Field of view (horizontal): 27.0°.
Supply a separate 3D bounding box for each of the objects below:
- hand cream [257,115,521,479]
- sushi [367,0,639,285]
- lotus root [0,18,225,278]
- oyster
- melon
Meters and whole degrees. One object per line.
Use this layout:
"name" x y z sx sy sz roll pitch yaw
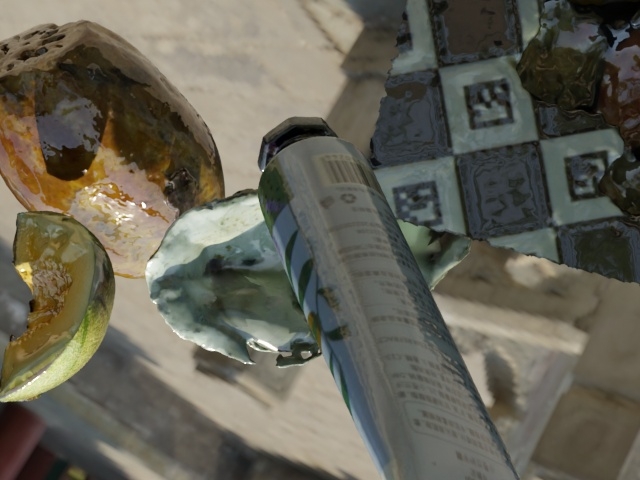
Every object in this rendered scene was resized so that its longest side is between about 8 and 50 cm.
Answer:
"hand cream" 0.026 0.036 0.586 0.091 0.058 0.271 29 -156 -38
"sushi" 0.189 -0.123 0.892 0.292 0.294 0.059 17 -177 -1
"lotus root" -0.190 -0.081 1.236 0.193 0.193 0.291 12 146 44
"oyster" 0.001 0.001 1.012 0.199 0.252 0.087 46 171 -23
"melon" -0.203 0.054 1.083 0.128 0.160 0.079 -17 151 40
